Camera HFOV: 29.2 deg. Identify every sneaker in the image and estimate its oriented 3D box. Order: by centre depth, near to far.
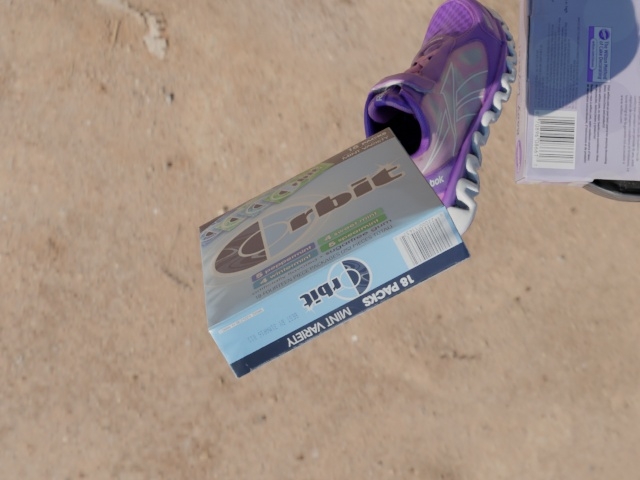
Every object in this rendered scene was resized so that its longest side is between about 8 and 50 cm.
[{"bbox_3d":[0.089,-0.114,1.017,0.104,0.236,0.095,33,151,-33],"label":"sneaker"}]

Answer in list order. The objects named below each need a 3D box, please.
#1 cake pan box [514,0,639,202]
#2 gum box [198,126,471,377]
[{"bbox_3d":[0.317,-0.172,1.201,0.245,0.070,0.267,1,87,0],"label":"cake pan box"},{"bbox_3d":[0.000,0.000,0.798,0.157,0.184,0.041,-28,110,3],"label":"gum box"}]
